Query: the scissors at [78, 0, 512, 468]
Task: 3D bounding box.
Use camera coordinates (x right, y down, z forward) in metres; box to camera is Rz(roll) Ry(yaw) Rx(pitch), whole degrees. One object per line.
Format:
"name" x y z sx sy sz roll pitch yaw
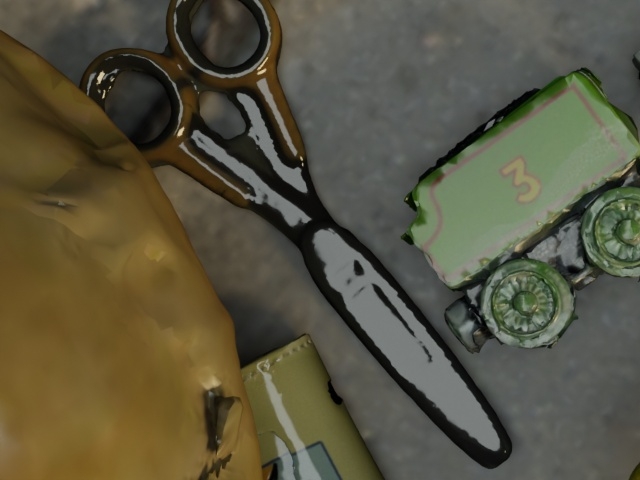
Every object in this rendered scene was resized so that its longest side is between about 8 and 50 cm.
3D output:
"scissors" 0.000 0.000 0.516 0.088 0.017 0.220 -40 87 3

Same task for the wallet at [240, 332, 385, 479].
"wallet" -0.018 0.128 0.510 0.110 0.039 0.155 -28 87 5

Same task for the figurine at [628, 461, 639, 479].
"figurine" 0.158 0.176 0.450 0.283 0.204 0.338 4 79 8

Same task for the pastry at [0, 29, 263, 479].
"pastry" -0.212 0.088 0.423 0.409 0.245 0.410 0 91 13

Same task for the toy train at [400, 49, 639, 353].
"toy train" 0.120 -0.038 0.480 0.202 0.060 0.081 -36 82 5
